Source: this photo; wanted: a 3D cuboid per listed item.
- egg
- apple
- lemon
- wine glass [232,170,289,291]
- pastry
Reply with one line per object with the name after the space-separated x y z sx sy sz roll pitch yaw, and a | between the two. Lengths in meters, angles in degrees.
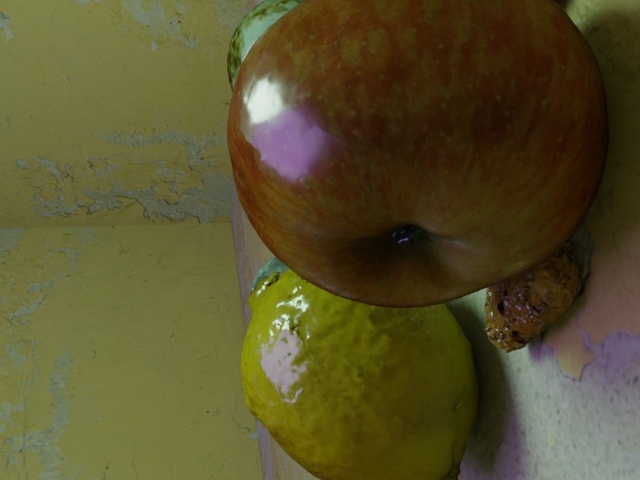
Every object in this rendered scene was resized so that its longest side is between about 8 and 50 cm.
-0.040 -0.306 1.248 0.289 0.238 0.238 -71 -16 -72 | egg
0.076 -0.072 0.587 0.309 0.277 0.250 -44 45 23 | apple
0.049 0.155 0.847 0.322 0.268 0.268 47 160 4 | lemon
0.000 0.000 1.117 0.406 0.267 0.267 98 165 -57 | wine glass
0.193 0.052 0.665 0.140 0.056 0.080 103 169 -68 | pastry
